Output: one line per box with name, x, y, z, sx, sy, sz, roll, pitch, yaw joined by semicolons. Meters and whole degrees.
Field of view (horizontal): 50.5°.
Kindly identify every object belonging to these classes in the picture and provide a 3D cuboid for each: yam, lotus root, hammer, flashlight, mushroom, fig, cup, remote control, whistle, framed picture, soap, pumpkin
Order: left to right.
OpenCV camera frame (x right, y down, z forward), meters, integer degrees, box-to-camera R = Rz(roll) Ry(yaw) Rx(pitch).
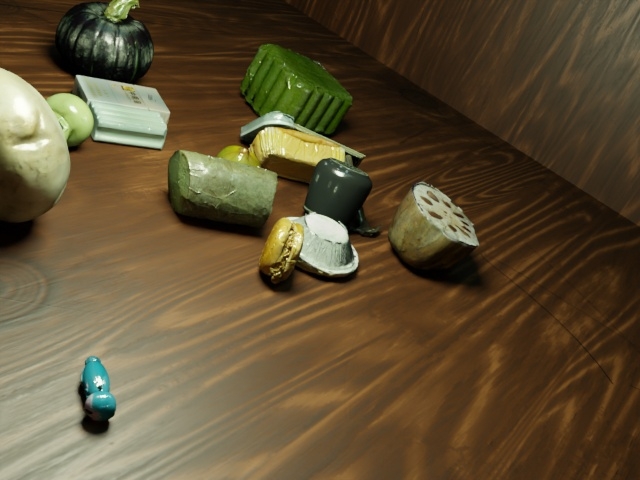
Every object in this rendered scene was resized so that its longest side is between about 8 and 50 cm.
mushroom;-0.658;-0.174;1.328;0.315;0.356;0.315;-20;90;-77
whistle;-0.664;-0.260;1.638;0.141;0.141;0.294;31;46;10
flashlight;-0.362;0.240;1.106;0.051;0.051;0.129;9;28;-29
pumpkin;-0.650;-0.626;2.069;0.295;0.296;0.296;20;29;-12
soap;-0.530;-0.315;1.864;0.198;0.066;0.119;3;37;-35
yam;-0.242;-0.123;1.685;0.268;0.161;0.161;10;32;-28
fig;-0.226;-0.195;1.867;0.136;0.121;0.153;26;3;-12
remote control;-0.164;-0.342;2.079;0.104;0.052;0.247;7;-9;-32
framed picture;0.010;-0.290;2.195;0.252;0.014;0.197;24;-14;-5
cup;0.041;-0.137;1.922;0.169;0.177;0.223;19;12;-14
hammer;0.108;-0.138;2.039;0.125;0.027;0.297;10;52;-33
lotus root;0.311;-0.021;1.945;0.272;0.192;0.272;29;23;-14

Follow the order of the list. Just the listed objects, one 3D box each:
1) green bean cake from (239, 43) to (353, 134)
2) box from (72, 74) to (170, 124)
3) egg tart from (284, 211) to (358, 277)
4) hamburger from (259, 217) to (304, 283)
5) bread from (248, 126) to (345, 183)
green bean cake;-0.085;-0.526;2.450;0.319;0.218;0.335;5;40;-47
box;-0.576;-0.398;1.964;0.242;0.067;0.155;1;38;-37
egg tart;0.000;0.000;1.749;0.234;0.094;0.234;23;27;-13
hamburger;-0.091;0.022;1.590;0.083;0.138;0.147;19;20;-8
bread;-0.067;-0.251;2.056;0.288;0.152;0.119;11;60;-25
